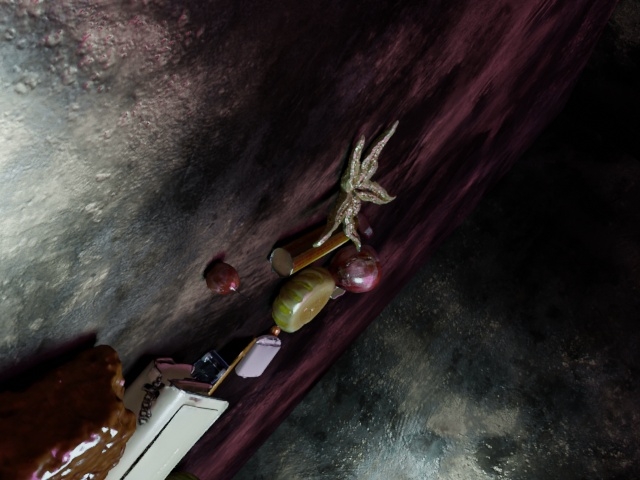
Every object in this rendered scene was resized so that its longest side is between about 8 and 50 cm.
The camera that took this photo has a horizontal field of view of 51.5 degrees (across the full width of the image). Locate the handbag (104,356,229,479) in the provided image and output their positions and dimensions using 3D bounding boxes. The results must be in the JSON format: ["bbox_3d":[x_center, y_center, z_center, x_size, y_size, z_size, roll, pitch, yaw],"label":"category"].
[{"bbox_3d":[-0.407,0.437,1.471,0.359,0.160,0.236,-50,159,-1],"label":"handbag"}]

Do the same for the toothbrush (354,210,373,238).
[{"bbox_3d":[0.117,-0.058,1.940,0.041,0.041,0.364,-49,164,-2],"label":"toothbrush"}]

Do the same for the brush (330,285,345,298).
[{"bbox_3d":[0.002,0.173,2.147,0.301,0.071,0.084,-36,145,-13],"label":"brush"}]

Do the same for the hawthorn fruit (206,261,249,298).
[{"bbox_3d":[-0.188,0.091,1.351,0.066,0.103,0.067,-37,154,-22],"label":"hawthorn fruit"}]

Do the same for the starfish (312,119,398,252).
[{"bbox_3d":[0.103,-0.133,1.646,0.347,0.078,0.358,19,98,-61],"label":"starfish"}]

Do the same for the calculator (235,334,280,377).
[{"bbox_3d":[-0.191,0.357,2.026,0.100,0.032,0.175,15,118,-44],"label":"calculator"}]

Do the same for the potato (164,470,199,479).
[{"bbox_3d":[-0.504,0.839,2.214,0.160,0.111,0.272,-41,178,-3],"label":"potato"}]

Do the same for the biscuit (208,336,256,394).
[{"bbox_3d":[-0.273,0.381,1.863,0.237,0.013,0.232,-51,178,7],"label":"biscuit"}]

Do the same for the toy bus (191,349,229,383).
[{"bbox_3d":[-0.314,0.358,1.678,0.167,0.073,0.076,-38,171,-40],"label":"toy bus"}]

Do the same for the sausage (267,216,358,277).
[{"bbox_3d":[0.000,0.000,1.703,0.371,0.082,0.082,-28,154,-53],"label":"sausage"}]

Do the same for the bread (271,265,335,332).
[{"bbox_3d":[-0.052,0.156,1.857,0.213,0.104,0.213,-41,160,-19],"label":"bread"}]

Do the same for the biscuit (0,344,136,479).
[{"bbox_3d":[-0.497,0.398,1.122,0.342,0.166,0.395,-25,153,-51],"label":"biscuit"}]

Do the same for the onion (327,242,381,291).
[{"bbox_3d":[0.090,0.093,2.033,0.194,0.160,0.160,-18,151,-23],"label":"onion"}]

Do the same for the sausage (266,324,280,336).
[{"bbox_3d":[-0.154,0.298,2.049,0.107,0.031,0.031,-58,162,23],"label":"sausage"}]
